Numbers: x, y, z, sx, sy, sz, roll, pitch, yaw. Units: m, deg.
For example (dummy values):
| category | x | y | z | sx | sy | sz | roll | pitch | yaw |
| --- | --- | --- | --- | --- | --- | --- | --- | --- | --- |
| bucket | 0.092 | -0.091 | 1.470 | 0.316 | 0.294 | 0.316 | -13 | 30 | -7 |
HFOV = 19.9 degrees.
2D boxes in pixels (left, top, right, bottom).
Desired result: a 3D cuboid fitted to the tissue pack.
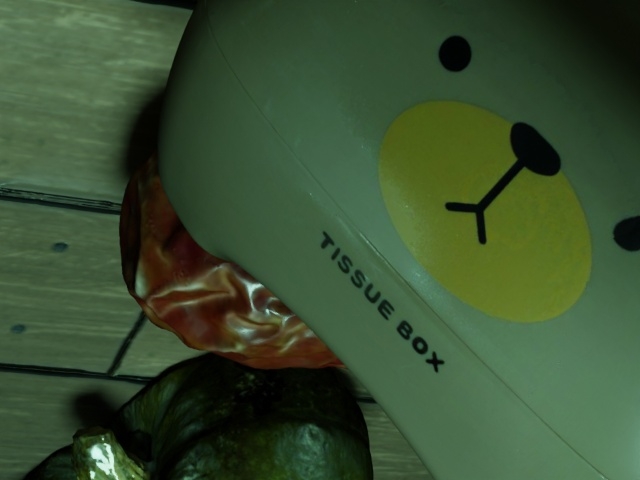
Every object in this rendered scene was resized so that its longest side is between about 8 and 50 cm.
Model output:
| category | x | y | z | sx | sy | sz | roll | pitch | yaw |
| --- | --- | --- | --- | --- | --- | --- | --- | --- | --- |
| tissue pack | 0.122 | -0.033 | 0.941 | 0.267 | 0.387 | 0.277 | -31 | 166 | -44 |

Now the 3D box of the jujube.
| category | x | y | z | sx | sy | sz | roll | pitch | yaw |
| --- | --- | --- | --- | --- | --- | --- | --- | --- | --- |
| jujube | 0.000 | 0.000 | 1.149 | 0.250 | 0.174 | 0.174 | 6 | 140 | -19 |

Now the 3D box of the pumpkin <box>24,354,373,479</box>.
| category | x | y | z | sx | sy | sz | roll | pitch | yaw |
| --- | --- | --- | --- | --- | --- | --- | --- | --- | --- |
| pumpkin | -0.116 | 0.206 | 1.411 | 0.317 | 0.139 | 0.222 | -32 | 143 | 27 |
